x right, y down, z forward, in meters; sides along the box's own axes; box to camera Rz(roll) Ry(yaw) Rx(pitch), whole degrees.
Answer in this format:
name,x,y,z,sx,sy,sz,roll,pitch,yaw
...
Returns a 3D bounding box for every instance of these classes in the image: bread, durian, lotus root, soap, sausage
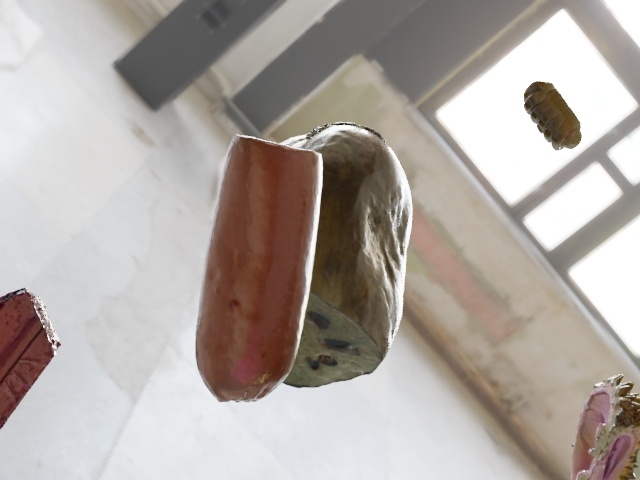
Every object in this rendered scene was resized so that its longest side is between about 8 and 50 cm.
name,x,y,z,sx,sy,sz,roll,pitch,yaw
bread,0.254,-0.136,1.196,0.034,0.049,0.088,-18,70,-32
durian,0.543,0.368,2.010,0.112,0.341,0.191,10,41,7
lotus root,0.000,0.000,1.419,0.250,0.250,0.346,41,49,-31
soap,-0.481,0.177,1.542,0.162,0.250,0.099,37,-7,-2
sausage,-0.061,0.032,1.057,0.114,0.259,0.113,8,1,0
